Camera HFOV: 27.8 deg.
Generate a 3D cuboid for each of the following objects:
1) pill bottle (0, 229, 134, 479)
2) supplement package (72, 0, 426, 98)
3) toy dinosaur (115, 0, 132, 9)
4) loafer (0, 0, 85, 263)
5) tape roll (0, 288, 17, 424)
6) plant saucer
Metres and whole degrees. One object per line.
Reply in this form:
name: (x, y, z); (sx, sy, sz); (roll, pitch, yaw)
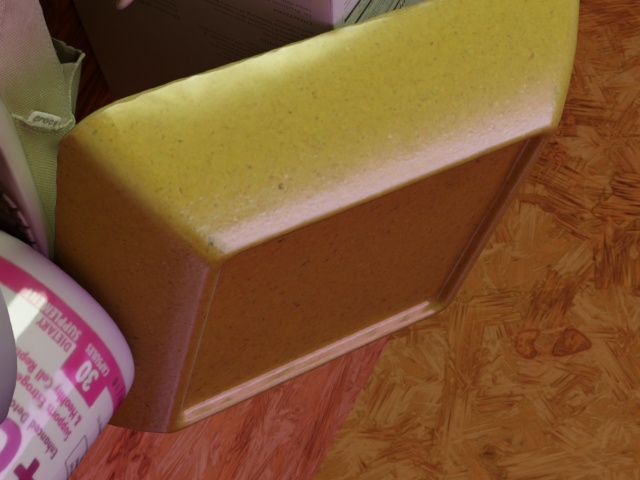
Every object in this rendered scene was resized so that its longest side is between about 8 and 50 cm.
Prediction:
pill bottle: (-0.240, 0.137, 0.696); (0.283, 0.160, 0.160); (-57, 163, -31)
supplement package: (-0.029, -0.196, 0.823); (0.198, 0.199, 0.262); (-60, 166, -19)
toy dinosaur: (-0.040, -0.265, 0.642); (0.200, 0.127, 0.295); (-25, 117, -65)
loafer: (-0.173, -0.074, 0.711); (0.092, 0.102, 0.268); (-52, 161, -25)
tape roll: (-0.218, 0.018, 0.461); (0.072, 0.219, 0.219); (-52, 161, -42)
plant saucer: (0.000, 0.000, 0.811); (0.333, 0.081, 0.333); (-21, 156, -24)
